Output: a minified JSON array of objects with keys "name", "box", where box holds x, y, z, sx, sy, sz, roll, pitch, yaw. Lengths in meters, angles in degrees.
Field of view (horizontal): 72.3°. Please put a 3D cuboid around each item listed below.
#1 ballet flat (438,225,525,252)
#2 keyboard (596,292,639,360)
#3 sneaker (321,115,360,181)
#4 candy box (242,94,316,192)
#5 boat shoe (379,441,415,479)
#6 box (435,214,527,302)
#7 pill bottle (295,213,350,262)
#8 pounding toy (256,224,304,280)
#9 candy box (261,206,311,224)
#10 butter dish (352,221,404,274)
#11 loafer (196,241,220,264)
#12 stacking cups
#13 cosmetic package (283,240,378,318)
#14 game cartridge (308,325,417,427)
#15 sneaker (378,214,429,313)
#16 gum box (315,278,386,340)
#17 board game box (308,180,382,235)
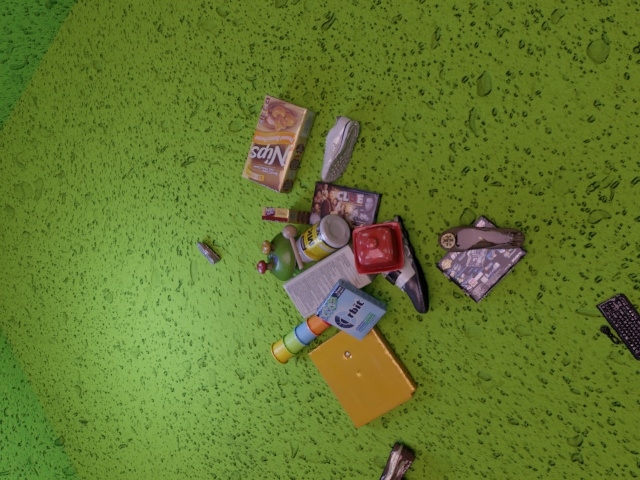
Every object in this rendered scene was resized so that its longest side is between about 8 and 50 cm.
[{"name":"ballet flat","box":[0.478,-0.003,1.316,0.249,0.058,0.084,1,93,25]},{"name":"keyboard","box":[0.858,0.250,1.234,0.108,0.023,0.180,-37,78,23]},{"name":"sneaker","box":[0.054,-0.320,1.545,0.094,0.090,0.235,32,103,32]},{"name":"candy box","box":[-0.157,-0.355,1.629,0.182,0.087,0.317,25,104,21]},{"name":"boat shoe","box":[0.258,0.840,1.525,0.095,0.095,0.258,22,103,16]},{"name":"box","box":[0.500,0.059,1.372,0.175,0.051,0.220,43,110,17]},{"name":"pill bottle","box":[0.000,0.000,1.532,0.208,0.119,0.119,-34,78,50]},{"name":"pounding toy","box":[-0.164,0.052,1.590,0.237,0.110,0.183,-35,61,57]},{"name":"candy box","box":[-0.116,-0.088,1.575,0.109,0.186,0.053,7,94,25]},{"name":"butter dish","box":[0.170,0.018,1.364,0.160,0.118,0.160,-8,78,18]},{"name":"loafer","box":[-0.471,0.050,1.841,0.125,0.039,0.045,46,144,18]},{"name":"stacking cups","box":[-0.042,0.345,1.636,0.316,0.096,0.096,-38,78,19]},{"name":"cosmetic package","box":[0.038,0.135,1.544,0.296,0.129,0.153,-31,90,24]},{"name":"game cartridge","box":[0.150,0.469,1.574,0.285,0.052,0.324,-39,80,22]},{"name":"sneaker","box":[0.256,0.095,1.452,0.146,0.122,0.331,-24,75,19]},{"name":"gum box","box":[0.102,0.234,1.470,0.184,0.041,0.157,31,119,-7]},{"name":"board game box","box":[0.084,-0.110,1.559,0.243,0.042,0.165,14,100,23]}]
